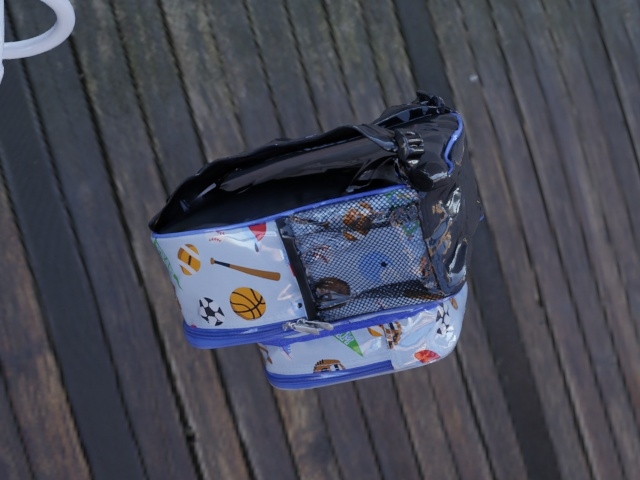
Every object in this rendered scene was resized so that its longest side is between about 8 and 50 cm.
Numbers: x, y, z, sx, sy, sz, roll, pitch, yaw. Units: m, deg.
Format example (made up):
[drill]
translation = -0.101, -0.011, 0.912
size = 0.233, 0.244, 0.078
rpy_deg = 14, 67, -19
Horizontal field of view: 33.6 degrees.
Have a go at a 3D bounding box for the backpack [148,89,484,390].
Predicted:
[backpack]
translation = 0.000, 0.000, 0.892
size = 0.276, 0.263, 0.213
rpy_deg = -48, 130, -72

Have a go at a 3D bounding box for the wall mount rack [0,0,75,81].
[wall mount rack]
translation = -0.347, -0.095, 0.694
size = 0.350, 0.304, 0.130
rpy_deg = 4, 68, -28
